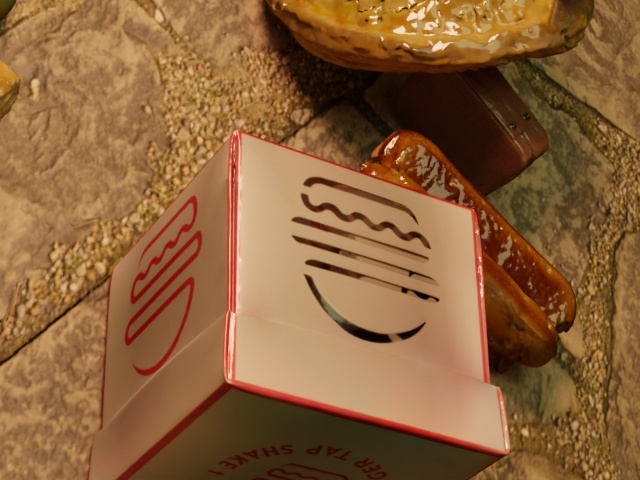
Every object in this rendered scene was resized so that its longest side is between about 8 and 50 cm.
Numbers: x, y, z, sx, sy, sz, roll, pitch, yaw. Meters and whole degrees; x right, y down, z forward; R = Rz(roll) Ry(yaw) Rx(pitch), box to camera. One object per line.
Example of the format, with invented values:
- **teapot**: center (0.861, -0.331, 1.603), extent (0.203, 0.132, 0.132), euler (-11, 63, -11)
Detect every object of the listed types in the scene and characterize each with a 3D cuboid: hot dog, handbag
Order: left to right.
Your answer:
- **hot dog**: center (0.170, 0.020, 1.974), extent (0.349, 0.117, 0.158), euler (44, 45, -12)
- **handbag**: center (0.192, -0.156, 2.082), extent (0.193, 0.151, 0.072), euler (52, 49, 0)

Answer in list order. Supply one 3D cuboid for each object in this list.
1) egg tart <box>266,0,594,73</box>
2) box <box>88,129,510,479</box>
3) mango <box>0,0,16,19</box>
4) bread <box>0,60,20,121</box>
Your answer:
- **egg tart**: center (0.140, -0.364, 2.047), extent (0.443, 0.178, 0.443), euler (0, 34, 0)
- **box**: center (-0.029, 0.118, 1.634), extent (0.314, 0.312, 0.300), euler (18, 53, -25)
- **mango**: center (-0.441, -0.290, 1.744), extent (0.251, 0.114, 0.156), euler (11, 46, -45)
- **bread**: center (-0.507, -0.175, 1.558), extent (0.375, 0.165, 0.236), euler (37, 76, -8)
